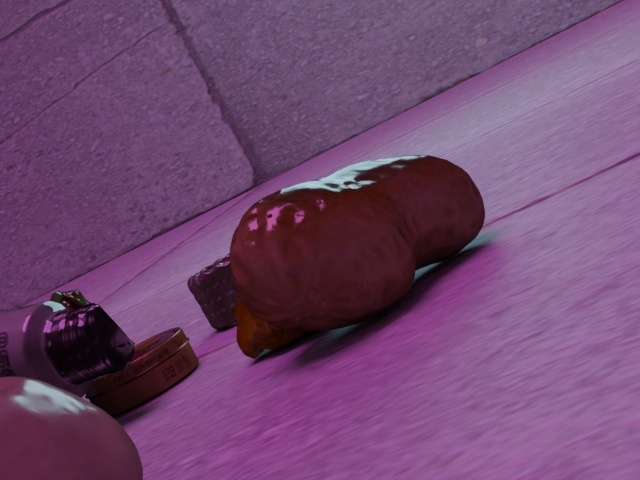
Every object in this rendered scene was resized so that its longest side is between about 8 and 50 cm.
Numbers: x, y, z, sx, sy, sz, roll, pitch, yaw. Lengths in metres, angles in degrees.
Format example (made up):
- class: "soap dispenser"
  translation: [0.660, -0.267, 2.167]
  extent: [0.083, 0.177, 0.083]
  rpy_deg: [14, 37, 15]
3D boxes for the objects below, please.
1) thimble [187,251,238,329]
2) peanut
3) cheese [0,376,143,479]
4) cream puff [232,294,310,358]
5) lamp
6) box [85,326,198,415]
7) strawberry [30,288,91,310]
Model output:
- class: "thimble"
  translation: [-0.075, 0.039, 1.232]
  extent: [0.110, 0.062, 0.084]
  rpy_deg: [-32, 7, -33]
- class: "peanut"
  translation: [0.036, -0.002, 0.927]
  extent: [0.236, 0.110, 0.120]
  rpy_deg: [-19, 11, -38]
- class: "cheese"
  translation: [-0.281, 0.196, 0.577]
  extent: [0.328, 0.130, 0.351]
  rpy_deg: [-22, 10, 39]
- class: "cream puff"
  translation: [-0.034, 0.053, 0.976]
  extent: [0.083, 0.058, 0.083]
  rpy_deg: [-33, 9, -20]
- class: "lamp"
  translation: [-0.311, 0.104, 1.062]
  extent: [0.314, 0.182, 0.182]
  rpy_deg: [-37, 2, 28]
- class: "box"
  translation: [-0.161, 0.117, 1.093]
  extent: [0.105, 0.037, 0.105]
  rpy_deg: [-27, 7, 3]
- class: "strawberry"
  translation: [-0.355, 0.137, 1.548]
  extent: [0.187, 0.082, 0.146]
  rpy_deg: [-41, -19, 17]
